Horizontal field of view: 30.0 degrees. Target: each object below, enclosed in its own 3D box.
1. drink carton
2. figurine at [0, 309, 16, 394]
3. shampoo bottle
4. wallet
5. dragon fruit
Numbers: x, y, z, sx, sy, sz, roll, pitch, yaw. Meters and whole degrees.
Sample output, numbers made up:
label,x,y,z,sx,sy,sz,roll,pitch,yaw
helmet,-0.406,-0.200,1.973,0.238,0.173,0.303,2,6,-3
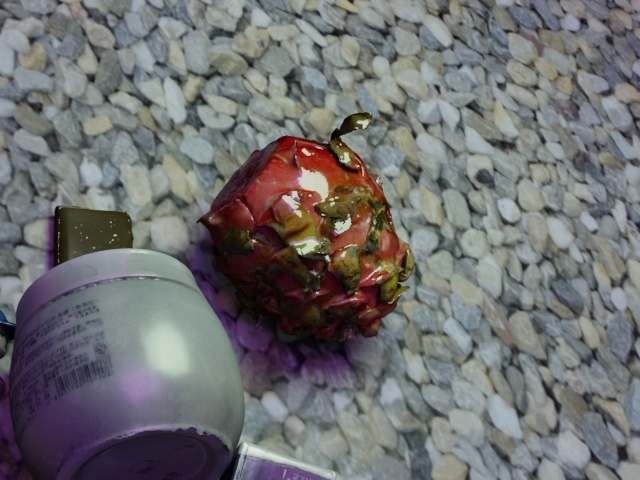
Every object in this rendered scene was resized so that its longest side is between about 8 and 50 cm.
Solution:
label,x,y,z,sx,sy,sz,roll,pitch,yaw
drink carton,-0.074,0.381,1.478,0.134,0.102,0.222,21,55,-10
figurine,-0.430,0.148,1.509,0.079,0.077,0.136,6,69,23
shampoo bottle,-0.235,0.170,1.437,0.273,0.273,0.266,-1,52,-22
wallet,-0.309,0.045,1.630,0.110,0.031,0.198,4,59,-20
dragon fruit,0.000,0.000,1.646,0.291,0.250,0.269,41,61,-12
